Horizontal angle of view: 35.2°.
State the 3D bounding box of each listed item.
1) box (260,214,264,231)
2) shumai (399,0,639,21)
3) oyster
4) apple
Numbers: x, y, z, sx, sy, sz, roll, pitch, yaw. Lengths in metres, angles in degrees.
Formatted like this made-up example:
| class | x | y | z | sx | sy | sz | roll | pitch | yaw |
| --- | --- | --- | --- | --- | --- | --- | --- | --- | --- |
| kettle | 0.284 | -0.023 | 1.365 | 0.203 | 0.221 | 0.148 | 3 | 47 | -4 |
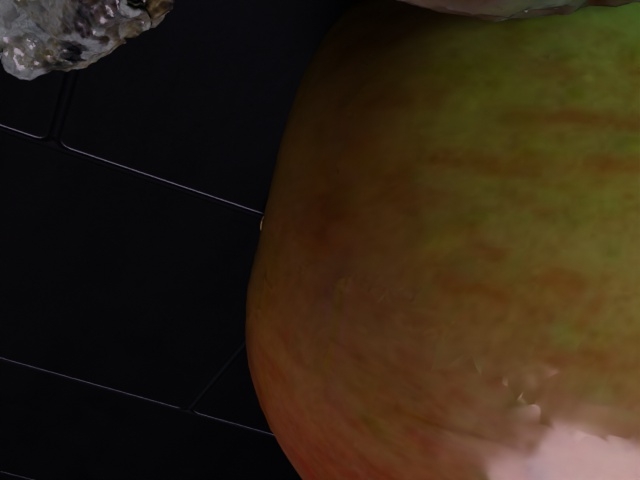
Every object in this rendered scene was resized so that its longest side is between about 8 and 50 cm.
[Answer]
| class | x | y | z | sx | sy | sz | roll | pitch | yaw |
| --- | --- | --- | --- | --- | --- | --- | --- | --- | --- |
| box | 0.000 | 0.000 | 0.850 | 0.105 | 0.037 | 0.105 | 8 | 148 | 5 |
| shumai | 0.095 | -0.149 | 0.323 | 0.218 | 0.185 | 0.184 | 2 | 119 | -8 |
| oyster | -0.149 | -0.159 | 0.611 | 0.124 | 0.064 | 0.177 | 14 | 147 | 1 |
| apple | 0.125 | 0.017 | 0.531 | 0.363 | 0.364 | 0.364 | 7 | 149 | 4 |
